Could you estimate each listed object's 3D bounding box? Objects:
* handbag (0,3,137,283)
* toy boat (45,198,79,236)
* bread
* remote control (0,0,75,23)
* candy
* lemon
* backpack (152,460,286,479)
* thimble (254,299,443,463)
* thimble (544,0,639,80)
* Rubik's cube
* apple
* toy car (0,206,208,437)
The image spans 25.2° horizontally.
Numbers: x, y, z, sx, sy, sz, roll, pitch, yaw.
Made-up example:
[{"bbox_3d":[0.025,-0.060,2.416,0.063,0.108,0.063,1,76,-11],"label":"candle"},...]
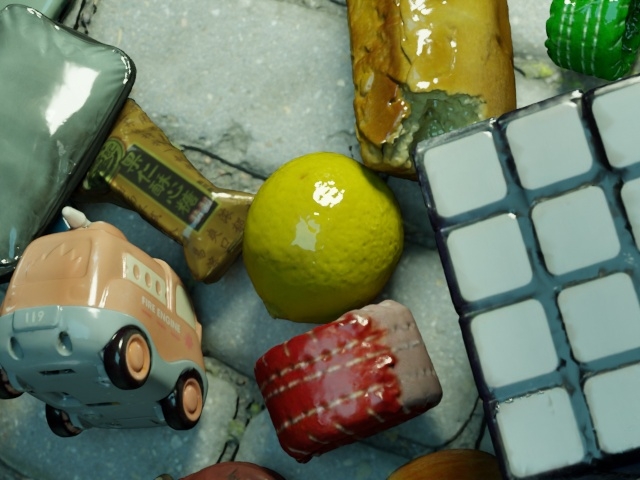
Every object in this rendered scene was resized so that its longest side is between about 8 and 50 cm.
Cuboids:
[{"bbox_3d":[-0.364,-0.119,1.685,0.191,0.075,0.332,26,70,2],"label":"handbag"},{"bbox_3d":[-0.379,-0.058,1.742,0.096,0.062,0.299,-42,82,4],"label":"toy boat"},{"bbox_3d":[0.128,-0.232,1.558,0.149,0.195,0.344,-14,77,37],"label":"bread"},{"bbox_3d":[-0.427,-0.236,1.819,0.140,0.056,0.296,34,95,21],"label":"remote control"},{"bbox_3d":[-0.187,-0.056,1.688,0.271,0.101,0.143,35,85,27],"label":"candy"},{"bbox_3d":[0.000,0.000,1.567,0.178,0.178,0.203,29,75,21],"label":"lemon"},{"bbox_3d":[-0.105,0.348,1.578,0.229,0.139,0.229,-14,61,27],"label":"backpack"},{"bbox_3d":[0.029,0.151,1.543,0.189,0.163,0.125,-27,76,20],"label":"thimble"},{"bbox_3d":[0.301,-0.244,1.540,0.090,0.118,0.130,16,60,24],"label":"thimble"},{"bbox_3d":[0.321,0.043,1.367,0.337,0.344,0.344,-18,77,15],"label":"Rubik's cube"},{"bbox_3d":[0.137,0.318,1.498,0.173,0.160,0.195,-3,87,-3],"label":"apple"},{"bbox_3d":[-0.240,0.096,1.609,0.180,0.270,0.212,-7,61,23],"label":"toy car"}]
